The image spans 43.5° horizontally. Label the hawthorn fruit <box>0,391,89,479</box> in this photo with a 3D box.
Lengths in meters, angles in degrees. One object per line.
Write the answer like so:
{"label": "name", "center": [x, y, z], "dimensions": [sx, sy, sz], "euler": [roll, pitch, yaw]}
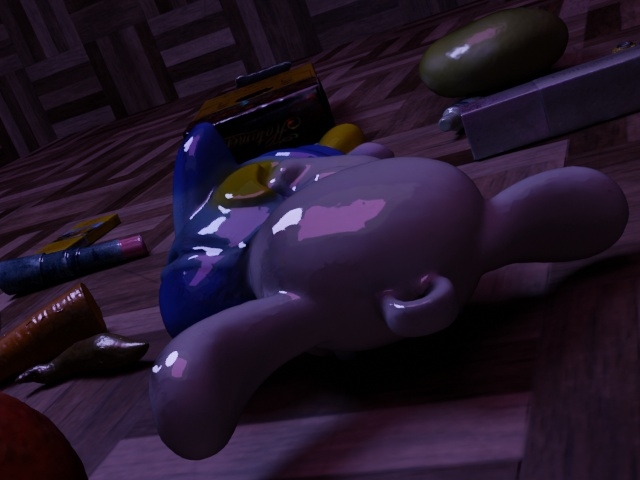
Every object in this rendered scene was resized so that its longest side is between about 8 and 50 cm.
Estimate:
{"label": "hawthorn fruit", "center": [-0.179, 0.163, 0.394], "dimensions": [0.243, 0.207, 0.207], "euler": [2, 12, -16]}

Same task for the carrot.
{"label": "carrot", "center": [-0.338, 0.124, 0.870], "dimensions": [0.210, 0.061, 0.061], "euler": [-30, 19, -10]}

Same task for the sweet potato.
{"label": "sweet potato", "center": [-0.233, 0.117, 0.801], "dimensions": [0.153, 0.038, 0.041], "euler": [-16, -5, 19]}

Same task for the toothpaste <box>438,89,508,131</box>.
{"label": "toothpaste", "center": [0.229, -0.200, 1.220], "dimensions": [0.062, 0.037, 0.216], "euler": [-6, 17, 34]}

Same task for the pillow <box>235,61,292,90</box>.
{"label": "pillow", "center": [-0.144, -0.331, 1.859], "dimensions": [0.141, 0.055, 0.208], "euler": [-24, -19, -23]}

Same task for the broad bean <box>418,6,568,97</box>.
{"label": "broad bean", "center": [0.283, -0.309, 1.306], "dimensions": [0.238, 0.119, 0.291], "euler": [-8, 14, 32]}

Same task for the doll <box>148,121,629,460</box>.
{"label": "doll", "center": [-0.001, 0.009, 0.672], "dimensions": [0.376, 0.186, 0.366], "euler": [-4, 18, -29]}

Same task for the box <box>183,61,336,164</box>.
{"label": "box", "center": [-0.110, -0.239, 1.579], "dimensions": [0.265, 0.115, 0.415], "euler": [-18, 17, 5]}

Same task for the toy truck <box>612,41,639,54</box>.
{"label": "toy truck", "center": [0.444, -0.250, 1.101], "dimensions": [0.083, 0.049, 0.054], "euler": [-12, 21, 21]}

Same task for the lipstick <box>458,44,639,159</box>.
{"label": "lipstick", "center": [0.335, -0.183, 0.996], "dimensions": [0.318, 0.068, 0.066], "euler": [-17, 18, 12]}

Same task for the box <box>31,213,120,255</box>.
{"label": "box", "center": [-0.421, -0.002, 1.381], "dimensions": [0.087, 0.023, 0.155], "euler": [-15, 18, 26]}

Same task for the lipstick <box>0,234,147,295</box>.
{"label": "lipstick", "center": [-0.362, 0.030, 1.180], "dimensions": [0.234, 0.053, 0.053], "euler": [-14, 19, 14]}
